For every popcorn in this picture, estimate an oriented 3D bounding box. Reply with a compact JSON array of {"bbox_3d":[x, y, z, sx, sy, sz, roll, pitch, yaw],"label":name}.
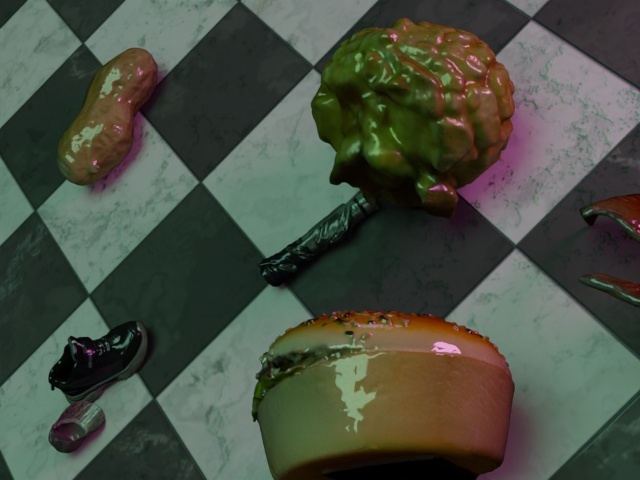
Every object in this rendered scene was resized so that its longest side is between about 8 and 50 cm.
[{"bbox_3d":[0.118,-0.164,1.409,0.258,0.224,0.270,-51,61,32],"label":"popcorn"}]

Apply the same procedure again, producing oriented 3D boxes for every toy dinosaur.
[{"bbox_3d":[0.388,0.070,1.168,0.327,0.113,0.206,36,48,22],"label":"toy dinosaur"}]

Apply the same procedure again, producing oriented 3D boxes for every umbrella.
[{"bbox_3d":[0.000,0.000,1.506,0.188,0.046,0.050,-35,53,5],"label":"umbrella"}]

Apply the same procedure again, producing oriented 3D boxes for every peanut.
[{"bbox_3d":[-0.350,-0.208,1.823,0.117,0.101,0.263,14,67,16],"label":"peanut"}]

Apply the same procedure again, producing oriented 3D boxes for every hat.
[{"bbox_3d":[-0.351,0.274,1.584,0.058,0.042,0.087,35,53,20],"label":"hat"}]

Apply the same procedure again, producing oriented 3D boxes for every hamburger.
[{"bbox_3d":[0.064,0.174,1.198,0.300,0.300,0.176,-14,64,26],"label":"hamburger"}]

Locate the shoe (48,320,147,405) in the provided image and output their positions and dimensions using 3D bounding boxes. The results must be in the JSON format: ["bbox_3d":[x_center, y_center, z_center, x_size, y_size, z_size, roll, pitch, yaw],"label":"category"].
[{"bbox_3d":[-0.331,0.168,1.586,0.169,0.099,0.071,-39,50,11],"label":"shoe"}]
